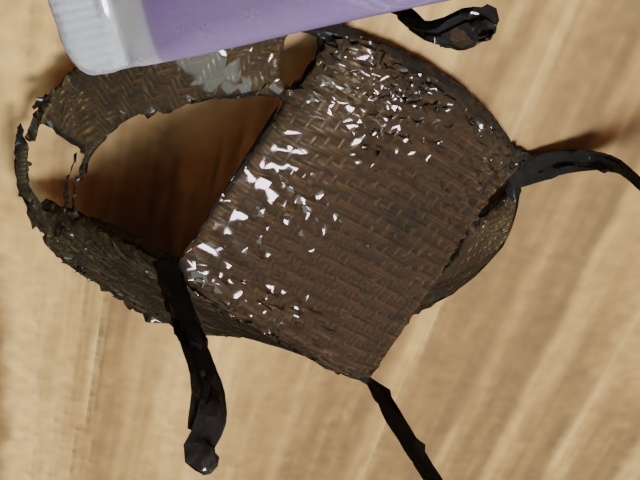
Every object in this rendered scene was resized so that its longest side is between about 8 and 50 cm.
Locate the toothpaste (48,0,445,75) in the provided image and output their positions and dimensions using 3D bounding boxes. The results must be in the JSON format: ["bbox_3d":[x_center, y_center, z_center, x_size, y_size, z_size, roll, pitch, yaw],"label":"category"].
[{"bbox_3d":[0.090,-0.117,0.420,0.371,0.080,0.125,-4,117,21],"label":"toothpaste"}]

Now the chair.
[{"bbox_3d":[0.000,0.000,0.584,0.174,0.149,0.213,32,179,-33],"label":"chair"}]
